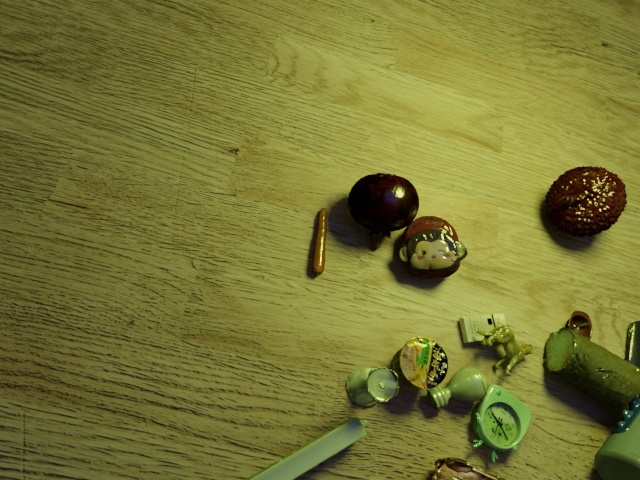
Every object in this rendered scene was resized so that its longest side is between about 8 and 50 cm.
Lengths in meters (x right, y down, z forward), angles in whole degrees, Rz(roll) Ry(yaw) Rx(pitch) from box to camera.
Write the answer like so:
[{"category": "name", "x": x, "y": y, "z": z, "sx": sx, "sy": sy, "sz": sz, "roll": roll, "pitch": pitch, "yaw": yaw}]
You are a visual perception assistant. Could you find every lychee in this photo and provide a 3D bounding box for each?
[{"category": "lychee", "x": 0.966, "y": -0.143, "z": 1.605, "sx": 0.300, "sy": 0.264, "sz": 0.264, "roll": -5, "pitch": 69, "yaw": -37}]

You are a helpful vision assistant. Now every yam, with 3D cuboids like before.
[{"category": "yam", "x": 0.892, "y": 0.420, "z": 1.423, "sx": 0.304, "sy": 0.168, "sz": 0.168, "roll": 31, "pitch": 66, "yaw": 2}]

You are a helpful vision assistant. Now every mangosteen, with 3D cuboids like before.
[{"category": "mangosteen", "x": 0.205, "y": -0.093, "z": 1.465, "sx": 0.235, "sy": 0.235, "sz": 0.262, "roll": 4, "pitch": 102, "yaw": -10}]

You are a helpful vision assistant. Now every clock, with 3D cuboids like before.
[{"category": "clock", "x": 0.537, "y": 0.564, "z": 1.344, "sx": 0.159, "sy": 0.066, "sz": 0.211, "roll": 39, "pitch": 67, "yaw": 5}]

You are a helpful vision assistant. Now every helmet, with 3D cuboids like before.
[{"category": "helmet", "x": 0.887, "y": 0.304, "z": 1.525, "sx": 0.089, "sy": 0.057, "sz": 0.111, "roll": 20, "pitch": 66, "yaw": 0}]

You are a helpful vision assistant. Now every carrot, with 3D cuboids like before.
[{"category": "carrot", "x": 0.000, "y": 0.000, "z": 1.467, "sx": 0.043, "sy": 0.043, "sz": 0.248, "roll": 9, "pitch": 65, "yaw": -8}]

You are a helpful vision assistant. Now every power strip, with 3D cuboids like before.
[{"category": "power strip", "x": -0.034, "y": 0.589, "z": 1.199, "sx": 0.385, "sy": 0.091, "sz": 0.062, "roll": -23, "pitch": 73, "yaw": -20}]

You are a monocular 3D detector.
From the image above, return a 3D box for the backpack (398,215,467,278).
[{"category": "backpack", "x": 0.374, "y": 0.021, "z": 1.489, "sx": 0.229, "sy": 0.139, "sz": 0.229, "roll": -2, "pitch": 72, "yaw": 7}]

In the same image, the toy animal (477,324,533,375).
[{"category": "toy animal", "x": 0.600, "y": 0.331, "z": 1.421, "sx": 0.136, "sy": 0.073, "sz": 0.181, "roll": -35, "pitch": 96, "yaw": -13}]

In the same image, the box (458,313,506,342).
[{"category": "box", "x": 0.546, "y": 0.293, "z": 1.466, "sx": 0.154, "sy": 0.040, "sz": 0.084, "roll": -2, "pitch": 70, "yaw": -13}]

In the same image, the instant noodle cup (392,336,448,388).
[{"category": "instant noodle cup", "x": 0.293, "y": 0.378, "z": 1.336, "sx": 0.151, "sy": 0.122, "sz": 0.151, "roll": 5, "pitch": 66, "yaw": -10}]

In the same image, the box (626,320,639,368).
[{"category": "box", "x": 1.188, "y": 0.399, "z": 1.561, "sx": 0.212, "sy": 0.042, "sz": 0.201, "roll": 24, "pitch": 64, "yaw": -3}]

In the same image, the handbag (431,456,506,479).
[{"category": "handbag", "x": 0.395, "y": 0.685, "z": 1.211, "sx": 0.205, "sy": 0.179, "sz": 0.116, "roll": 26, "pitch": 59, "yaw": -2}]

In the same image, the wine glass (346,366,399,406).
[{"category": "wine glass", "x": 0.151, "y": 0.413, "z": 1.258, "sx": 0.122, "sy": 0.183, "sz": 0.122, "roll": 4, "pitch": 67, "yaw": -9}]

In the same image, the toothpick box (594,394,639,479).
[{"category": "toothpick box", "x": 1.029, "y": 0.615, "z": 1.338, "sx": 0.354, "sy": 0.263, "sz": 0.263, "roll": -34, "pitch": 79, "yaw": -24}]

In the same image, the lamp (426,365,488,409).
[{"category": "lamp", "x": 0.423, "y": 0.457, "z": 1.350, "sx": 0.193, "sy": 0.106, "sz": 0.106, "roll": -21, "pitch": 74, "yaw": -8}]
